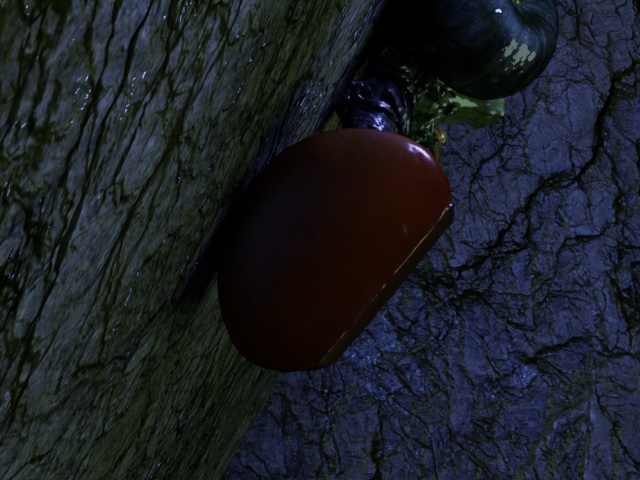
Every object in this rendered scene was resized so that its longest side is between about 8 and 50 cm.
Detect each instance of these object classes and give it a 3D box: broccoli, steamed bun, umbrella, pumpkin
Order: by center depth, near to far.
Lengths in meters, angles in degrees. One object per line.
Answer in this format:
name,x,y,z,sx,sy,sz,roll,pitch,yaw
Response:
steamed bun,0.000,0.000,1.525,0.379,0.248,0.235,-49,171,-1
pumpkin,0.277,-0.381,1.779,0.207,0.300,0.300,-24,-162,36
umbrella,0.116,-0.286,1.799,0.154,0.128,0.337,-5,-119,68
broccoli,0.219,-0.296,1.989,0.288,0.245,0.248,-52,-155,28

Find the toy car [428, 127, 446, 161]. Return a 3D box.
toy car,0.179,-0.204,2.191,0.200,0.142,0.248,-39,-140,53
